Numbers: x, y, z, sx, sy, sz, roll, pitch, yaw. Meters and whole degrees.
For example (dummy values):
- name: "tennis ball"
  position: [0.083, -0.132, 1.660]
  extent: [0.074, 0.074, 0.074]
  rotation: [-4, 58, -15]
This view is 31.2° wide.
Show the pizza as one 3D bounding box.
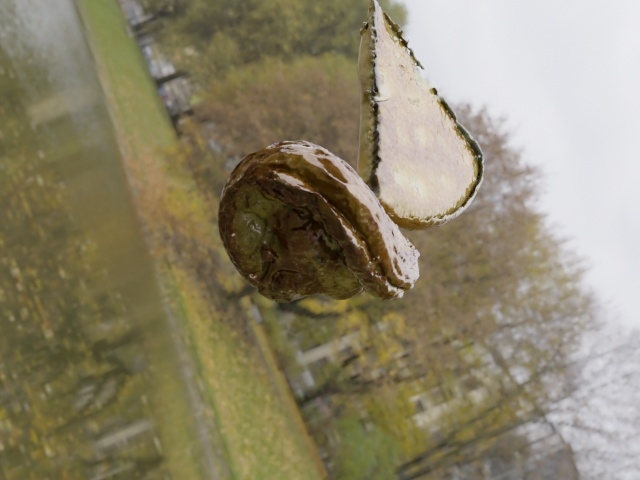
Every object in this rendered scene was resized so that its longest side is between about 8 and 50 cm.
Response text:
- name: "pizza"
  position: [0.054, -0.087, 0.845]
  extent: [0.184, 0.036, 0.176]
  rotation: [-37, 105, -55]

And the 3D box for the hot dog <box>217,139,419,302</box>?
- name: "hot dog"
  position: [0.002, -0.002, 0.669]
  extent: [0.147, 0.099, 0.065]
  rotation: [48, 45, -58]
